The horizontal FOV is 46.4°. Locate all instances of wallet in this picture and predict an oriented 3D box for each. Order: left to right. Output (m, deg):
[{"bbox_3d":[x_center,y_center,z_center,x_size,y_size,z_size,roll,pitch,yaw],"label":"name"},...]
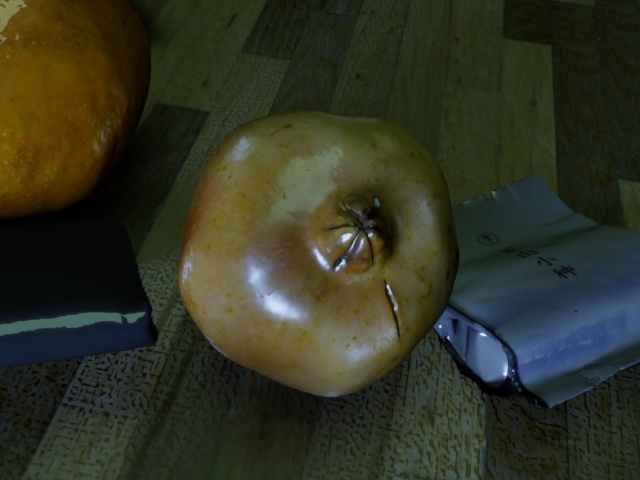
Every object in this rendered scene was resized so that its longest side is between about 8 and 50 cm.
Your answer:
[{"bbox_3d":[-0.312,0.041,0.517,0.377,0.051,0.197,-4,22,-20],"label":"wallet"}]

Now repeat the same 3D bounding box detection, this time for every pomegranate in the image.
[{"bbox_3d":[-0.003,0.002,0.545,0.209,0.209,0.209,2,46,-2],"label":"pomegranate"}]

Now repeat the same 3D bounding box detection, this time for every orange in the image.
[{"bbox_3d":[-0.292,-0.147,0.648,0.284,0.226,0.284,3,56,-4],"label":"orange"}]

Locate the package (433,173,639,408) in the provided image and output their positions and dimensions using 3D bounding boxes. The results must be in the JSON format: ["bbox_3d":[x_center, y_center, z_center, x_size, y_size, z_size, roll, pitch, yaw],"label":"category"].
[{"bbox_3d":[0.183,0.037,0.632,0.204,0.062,0.251,-16,36,-19],"label":"package"}]
